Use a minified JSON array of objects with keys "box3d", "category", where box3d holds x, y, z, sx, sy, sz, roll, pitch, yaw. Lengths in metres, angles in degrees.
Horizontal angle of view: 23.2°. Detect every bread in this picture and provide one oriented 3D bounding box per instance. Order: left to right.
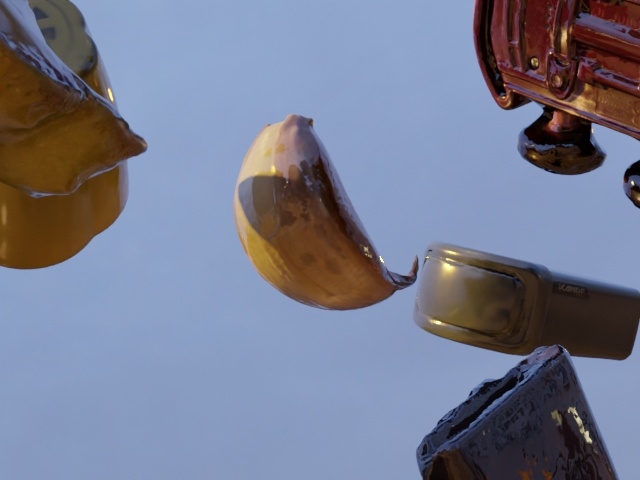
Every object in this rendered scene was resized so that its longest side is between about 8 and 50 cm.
[{"box3d":[-0.195,-0.097,0.709,0.233,0.088,0.161,30,4,23],"category":"bread"}]

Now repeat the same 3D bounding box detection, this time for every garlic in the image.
[{"box3d":[-0.007,0.002,1.380,0.115,0.128,0.207,-30,-66,15],"category":"garlic"}]

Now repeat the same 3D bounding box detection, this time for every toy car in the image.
[{"box3d":[0.310,-0.188,1.329,0.240,0.340,0.271,-21,-53,-39],"category":"toy car"}]

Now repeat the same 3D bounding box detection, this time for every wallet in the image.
[{"box3d":[0.142,0.192,0.926,0.049,0.229,0.182,-20,5,35],"category":"wallet"}]

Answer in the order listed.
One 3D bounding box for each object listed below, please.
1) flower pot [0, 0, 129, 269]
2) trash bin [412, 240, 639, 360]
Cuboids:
[{"box3d":[-0.249,-0.103,1.271,0.195,0.195,0.179,-3,-36,-13],"category":"flower pot"},{"box3d":[0.216,0.069,1.692,0.236,0.101,0.176,10,1,-41],"category":"trash bin"}]
